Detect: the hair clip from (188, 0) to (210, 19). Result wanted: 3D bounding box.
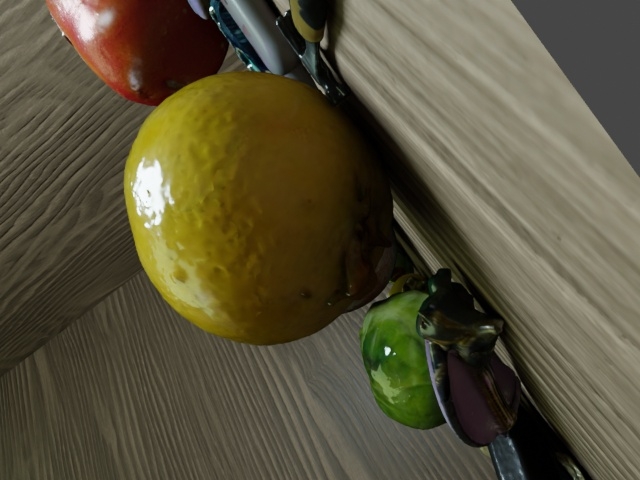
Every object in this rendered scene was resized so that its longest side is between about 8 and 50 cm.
[{"bbox_3d":[-0.161,-0.336,0.393,0.106,0.084,0.292,37,174,22],"label":"hair clip"}]

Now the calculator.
[{"bbox_3d":[-0.102,-0.309,0.700,0.274,0.058,0.248,56,-175,11],"label":"calculator"}]

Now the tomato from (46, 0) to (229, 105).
[{"bbox_3d":[-0.325,-0.428,0.768,0.293,0.290,0.325,54,-177,19],"label":"tomato"}]

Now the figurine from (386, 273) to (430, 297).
[{"bbox_3d":[0.207,0.173,1.049,0.127,0.185,0.234,45,180,8],"label":"figurine"}]

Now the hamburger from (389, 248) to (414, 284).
[{"bbox_3d":[0.160,0.025,1.211,0.260,0.150,0.276,31,174,-33],"label":"hamburger"}]

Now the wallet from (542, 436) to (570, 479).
[{"bbox_3d":[0.497,0.503,0.887,0.176,0.075,0.250,51,-174,-34],"label":"wallet"}]

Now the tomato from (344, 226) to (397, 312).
[{"bbox_3d":[0.000,0.000,0.853,0.317,0.282,0.317,50,-175,-6],"label":"tomato"}]

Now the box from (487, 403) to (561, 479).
[{"bbox_3d":[0.361,0.421,0.692,0.290,0.073,0.289,47,-154,-33],"label":"box"}]

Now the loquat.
[{"bbox_3d":[-0.052,-0.025,0.432,0.275,0.275,0.275,53,-175,-7],"label":"loquat"}]

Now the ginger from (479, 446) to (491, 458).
[{"bbox_3d":[0.314,0.311,0.906,0.126,0.190,0.354,-18,-110,-39],"label":"ginger"}]

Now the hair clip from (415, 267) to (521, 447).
[{"bbox_3d":[0.203,0.180,0.533,0.110,0.095,0.359,-77,-32,-41],"label":"hair clip"}]

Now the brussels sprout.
[{"bbox_3d":[0.172,0.202,0.785,0.271,0.210,0.219,-136,31,-66],"label":"brussels sprout"}]

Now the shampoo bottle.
[{"bbox_3d":[-0.056,-0.219,0.449,0.165,0.040,0.080,53,-176,-21],"label":"shampoo bottle"}]

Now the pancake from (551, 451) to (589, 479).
[{"bbox_3d":[0.437,0.450,0.628,0.257,0.056,0.212,57,-170,22],"label":"pancake"}]

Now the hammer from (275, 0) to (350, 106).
[{"bbox_3d":[-0.008,-0.138,0.259,0.078,0.021,0.201,54,-175,-5],"label":"hammer"}]
